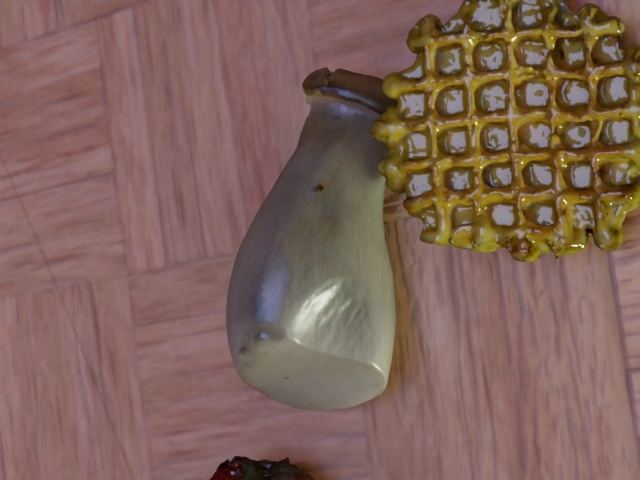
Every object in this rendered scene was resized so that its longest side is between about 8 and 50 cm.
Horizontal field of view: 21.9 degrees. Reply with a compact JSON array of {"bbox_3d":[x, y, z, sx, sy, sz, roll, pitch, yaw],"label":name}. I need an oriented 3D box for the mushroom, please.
[{"bbox_3d":[0.000,0.000,1.099,0.116,0.093,0.225,5,84,6],"label":"mushroom"}]

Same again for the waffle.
[{"bbox_3d":[0.121,-0.073,1.017,0.191,0.038,0.191,1,92,23],"label":"waffle"}]

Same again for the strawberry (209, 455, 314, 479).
[{"bbox_3d":[-0.038,0.195,1.134,0.083,0.083,0.096,-2,96,36],"label":"strawberry"}]
